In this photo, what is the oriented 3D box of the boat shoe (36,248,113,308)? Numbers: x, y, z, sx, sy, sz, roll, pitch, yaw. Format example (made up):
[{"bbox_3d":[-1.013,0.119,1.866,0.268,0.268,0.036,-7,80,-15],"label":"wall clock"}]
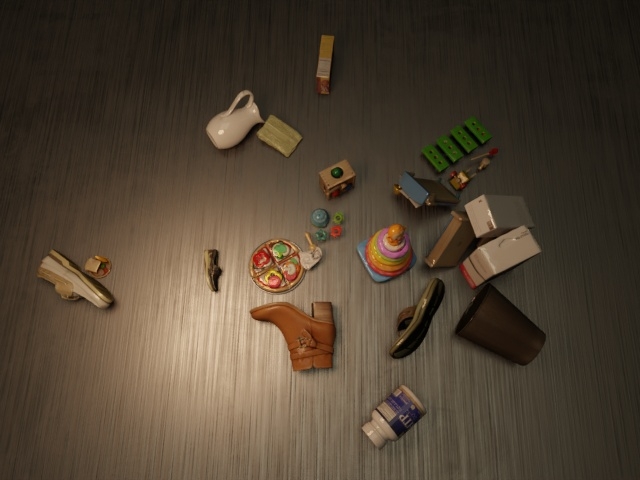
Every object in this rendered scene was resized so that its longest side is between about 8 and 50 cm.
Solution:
[{"bbox_3d":[-0.824,0.151,1.664,0.302,0.113,0.103,32,77,21],"label":"boat shoe"}]

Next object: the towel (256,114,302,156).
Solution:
[{"bbox_3d":[-0.150,-0.390,1.839,0.148,0.027,0.110,34,75,-6],"label":"towel"}]

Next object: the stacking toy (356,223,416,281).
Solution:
[{"bbox_3d":[0.230,0.012,1.585,0.175,0.302,0.166,-27,74,-8],"label":"stacking toy"}]

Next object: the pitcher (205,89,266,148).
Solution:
[{"bbox_3d":[-0.314,-0.438,1.794,0.207,0.178,0.125,-35,61,-10],"label":"pitcher"}]

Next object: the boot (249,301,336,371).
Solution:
[{"bbox_3d":[-0.091,0.313,1.614,0.283,0.109,0.220,1,77,-7],"label":"boot"}]

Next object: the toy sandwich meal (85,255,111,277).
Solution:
[{"bbox_3d":[-0.770,0.089,1.717,0.085,0.029,0.086,0,73,1],"label":"toy sandwich meal"}]

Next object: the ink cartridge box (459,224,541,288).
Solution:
[{"bbox_3d":[0.571,0.059,1.600,0.172,0.237,0.100,-26,75,-7],"label":"ink cartridge box"}]

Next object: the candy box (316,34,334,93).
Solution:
[{"bbox_3d":[0.020,-0.671,1.896,0.053,0.109,0.187,7,74,3],"label":"candy box"}]

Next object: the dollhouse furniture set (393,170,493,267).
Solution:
[{"bbox_3d":[0.415,-0.082,1.731,0.286,0.198,0.303,0,39,-38],"label":"dollhouse furniture set"}]

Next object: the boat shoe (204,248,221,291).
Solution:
[{"bbox_3d":[-0.366,0.099,1.695,0.049,0.056,0.152,-13,73,2],"label":"boat shoe"}]

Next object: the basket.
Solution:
[{"bbox_3d":[0.580,0.282,1.582,0.227,0.154,0.204,35,78,7],"label":"basket"}]

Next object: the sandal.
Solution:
[{"bbox_3d":[0.308,0.253,1.625,0.086,0.120,0.303,21,71,36],"label":"sandal"}]

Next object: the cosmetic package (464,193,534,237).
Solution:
[{"bbox_3d":[0.572,-0.077,1.577,0.231,0.085,0.117,-1,68,-37],"label":"cosmetic package"}]

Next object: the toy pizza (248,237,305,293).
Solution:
[{"bbox_3d":[-0.150,0.085,1.709,0.201,0.032,0.201,0,73,1],"label":"toy pizza"}]

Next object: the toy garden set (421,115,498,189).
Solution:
[{"bbox_3d":[0.525,-0.311,1.814,0.244,0.049,0.204,-33,74,-10],"label":"toy garden set"}]

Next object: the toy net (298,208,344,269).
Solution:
[{"bbox_3d":[0.000,0.000,1.729,0.122,0.045,0.232,16,76,4],"label":"toy net"}]

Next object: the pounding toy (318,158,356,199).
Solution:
[{"bbox_3d":[0.057,-0.202,1.736,0.130,0.141,0.100,-27,75,-7],"label":"pounding toy"}]

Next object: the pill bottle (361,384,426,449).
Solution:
[{"bbox_3d":[0.223,0.546,1.523,0.186,0.112,0.112,-39,77,-10],"label":"pill bottle"}]
